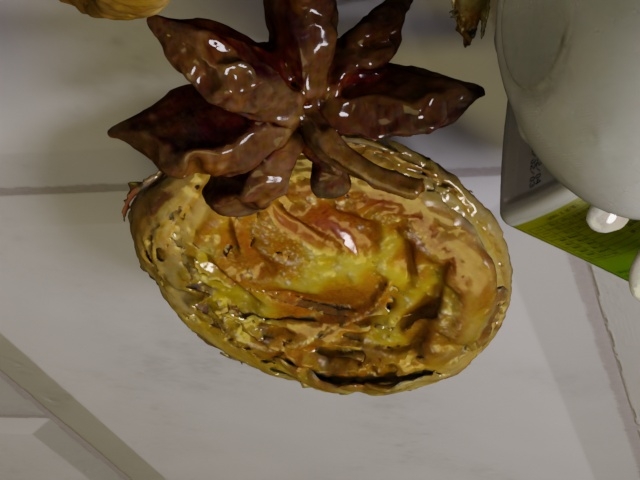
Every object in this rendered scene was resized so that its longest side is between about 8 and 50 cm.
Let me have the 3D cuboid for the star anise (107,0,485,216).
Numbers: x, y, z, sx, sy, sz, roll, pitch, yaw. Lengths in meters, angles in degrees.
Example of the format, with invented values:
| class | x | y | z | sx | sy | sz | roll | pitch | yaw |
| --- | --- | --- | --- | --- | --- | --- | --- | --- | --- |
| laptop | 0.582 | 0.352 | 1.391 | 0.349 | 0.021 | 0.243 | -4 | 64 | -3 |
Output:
| class | x | y | z | sx | sy | sz | roll | pitch | yaw |
| --- | --- | --- | --- | --- | --- | --- | --- | --- | --- |
| star anise | -0.020 | -0.085 | 0.844 | 0.212 | 0.111 | 0.196 | -20 | 121 | 14 |

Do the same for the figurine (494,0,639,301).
| class | x | y | z | sx | sy | sz | roll | pitch | yaw |
| --- | --- | --- | --- | --- | --- | --- | --- | --- | --- |
| figurine | 0.273 | -0.074 | 0.745 | 0.394 | 0.227 | 0.274 | 3 | 127 | -21 |

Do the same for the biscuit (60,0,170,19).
| class | x | y | z | sx | sy | sz | roll | pitch | yaw |
| --- | --- | --- | --- | --- | --- | --- | --- | --- | --- |
| biscuit | -0.166 | -0.198 | 0.693 | 0.213 | 0.091 | 0.274 | 24 | 166 | 49 |

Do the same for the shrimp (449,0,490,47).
| class | x | y | z | sx | sy | sz | roll | pitch | yaw |
| --- | --- | --- | --- | --- | --- | --- | --- | --- | --- |
| shrimp | 0.063 | -0.157 | 0.830 | 0.083 | 0.023 | 0.114 | 4 | 147 | 15 |

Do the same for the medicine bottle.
| class | x | y | z | sx | sy | sz | roll | pitch | yaw |
| --- | --- | --- | --- | --- | --- | --- | --- | --- | --- |
| medicine bottle | 0.210 | -0.044 | 0.879 | 0.188 | 0.132 | 0.088 | 24 | 149 | -27 |

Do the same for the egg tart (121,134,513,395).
| class | x | y | z | sx | sy | sz | roll | pitch | yaw |
| --- | --- | --- | --- | --- | --- | --- | --- | --- | --- |
| egg tart | 0.000 | 0.000 | 1.048 | 0.297 | 0.132 | 0.297 | 8 | 139 | 7 |
